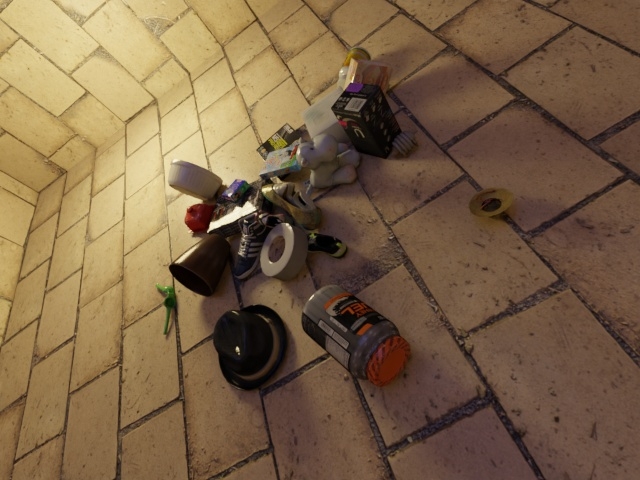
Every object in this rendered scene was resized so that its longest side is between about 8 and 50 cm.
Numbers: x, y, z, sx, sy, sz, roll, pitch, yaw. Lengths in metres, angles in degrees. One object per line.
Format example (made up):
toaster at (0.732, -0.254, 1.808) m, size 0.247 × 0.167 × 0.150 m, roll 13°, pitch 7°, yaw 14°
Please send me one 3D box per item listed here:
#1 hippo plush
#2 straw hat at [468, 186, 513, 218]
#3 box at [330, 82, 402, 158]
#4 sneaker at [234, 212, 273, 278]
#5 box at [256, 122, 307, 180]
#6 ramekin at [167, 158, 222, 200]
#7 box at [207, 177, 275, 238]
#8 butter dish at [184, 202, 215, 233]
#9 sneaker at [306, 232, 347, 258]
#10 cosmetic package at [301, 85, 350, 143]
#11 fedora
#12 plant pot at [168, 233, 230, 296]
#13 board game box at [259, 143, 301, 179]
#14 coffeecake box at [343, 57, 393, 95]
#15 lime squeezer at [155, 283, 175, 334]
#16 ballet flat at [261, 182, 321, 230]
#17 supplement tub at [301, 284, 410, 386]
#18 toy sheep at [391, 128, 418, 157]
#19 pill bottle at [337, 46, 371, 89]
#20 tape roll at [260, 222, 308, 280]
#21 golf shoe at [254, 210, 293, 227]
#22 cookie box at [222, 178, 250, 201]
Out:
hippo plush at (-0.002, -0.350, 1.696) m, size 0.294 × 0.236 × 0.234 m, roll -20°, pitch 52°, yaw 21°
straw hat at (0.547, -0.103, 1.292) m, size 0.144 × 0.061 × 0.144 m, roll -24°, pitch 33°, yaw 17°
box at (0.191, -0.476, 1.630) m, size 0.165 × 0.270 × 0.143 m, roll 27°, pitch 77°, yaw 42°
sneaker at (-0.308, 0.014, 1.710) m, size 0.099 × 0.153 × 0.282 m, roll 20°, pitch 72°, yaw 40°
box at (-0.178, -0.439, 1.992) m, size 0.216 × 0.060 × 0.270 m, roll -41°, pitch 47°, yaw 4°
ramekin at (-0.649, -0.300, 2.080) m, size 0.273 × 0.273 × 0.127 m, roll 12°, pitch 80°, yaw 38°
box at (-0.362, -0.149, 1.884) m, size 0.307 × 0.076 × 0.242 m, roll -21°, pitch 42°, yaw 21°
butter dish at (-0.620, -0.129, 2.036) m, size 0.160 × 0.118 × 0.160 m, roll -7°, pitch 57°, yaw 30°
sneaker at (0.000, 0.000, 1.556) m, size 0.235 × 0.097 × 0.084 m, roll 11°, pitch 67°, yaw 38°
cosmetic package at (0.056, -0.544, 1.858) m, size 0.224 × 0.138 × 0.224 m, roll -31°, pitch 50°, yaw 13°
fedora at (-0.283, 0.362, 1.464) m, size 0.334 × 0.152 × 0.334 m, roll -17°, pitch 53°, yaw 24°
plant pot at (-0.498, 0.088, 1.774) m, size 0.215 × 0.215 × 0.230 m, roll 4°, pitch 48°, yaw 35°
board game box at (-0.165, -0.360, 1.845) m, size 0.211 × 0.039 × 0.160 m, roll -9°, pitch 46°, yaw 32°
coffeecake box at (0.212, -0.718, 1.807) m, size 0.185 × 0.142 × 0.068 m, roll -4°, pitch 42°, yaw -24°
lime squeezer at (-0.714, 0.278, 1.868) m, size 0.110 × 0.059 × 0.310 m, roll -37°, pitch 48°, yaw 6°
ballet flat at (-0.118, -0.175, 1.703) m, size 0.123 × 0.123 × 0.348 m, roll -47°, pitch 59°, yaw -3°
supplement tub at (0.103, 0.284, 1.235) m, size 0.316 × 0.193 × 0.193 m, roll 32°, pitch 80°, yaw 42°
toy sheep at (0.334, -0.387, 1.606) m, size 0.132 × 0.091 × 0.091 m, roll -43°, pitch 47°, yaw 9°
pill bottle at (0.160, -0.833, 1.994) m, size 0.117 × 0.117 × 0.208 m, roll 10°, pitch 67°, yaw 37°
tape roll at (-0.145, 0.044, 1.593) m, size 0.219 × 0.072 × 0.219 m, roll -27°, pitch 53°, yaw 42°
golf shoe at (-0.178, -0.074, 1.677) m, size 0.086 × 0.186 × 0.067 m, roll 29°, pitch 107°, yaw 40°
cookie box at (-0.393, -0.234, 1.895) m, size 0.092 × 0.040 × 0.107 m, roll 15°, pitch 62°, yaw 47°
